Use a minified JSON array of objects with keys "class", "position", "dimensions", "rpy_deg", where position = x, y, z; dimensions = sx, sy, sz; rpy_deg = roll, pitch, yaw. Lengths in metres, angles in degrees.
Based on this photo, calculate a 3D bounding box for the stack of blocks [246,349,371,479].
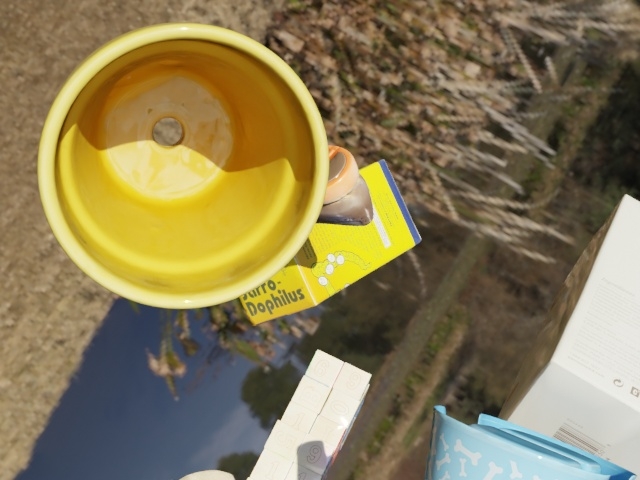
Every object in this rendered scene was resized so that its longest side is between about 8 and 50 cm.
[{"class":"stack of blocks","position":[-0.032,0.305,1.345],"dimensions":[0.297,0.087,0.171],"rpy_deg":[-61,171,-25]}]

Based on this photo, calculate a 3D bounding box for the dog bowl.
[{"class":"dog bowl","position":[0.198,0.226,0.940],"dimensions":[0.297,0.166,0.074],"rpy_deg":[26,84,-60]}]

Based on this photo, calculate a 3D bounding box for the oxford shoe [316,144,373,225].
[{"class":"oxford shoe","position":[-0.069,-0.084,1.613],"dimensions":[0.130,0.364,0.132],"rpy_deg":[-53,132,-21]}]

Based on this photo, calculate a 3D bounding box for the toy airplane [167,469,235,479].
[{"class":"toy airplane","position":[-0.232,0.427,1.176],"dimensions":[0.272,0.386,0.384],"rpy_deg":[-80,157,-57]}]

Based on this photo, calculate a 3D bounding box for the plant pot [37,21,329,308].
[{"class":"plant pot","position":[-0.141,-0.088,0.955],"dimensions":[0.254,0.254,0.239],"rpy_deg":[-60,-160,6]}]

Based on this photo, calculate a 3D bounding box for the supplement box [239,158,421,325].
[{"class":"supplement box","position":[0.000,0.000,1.959],"dimensions":[0.194,0.195,0.357],"rpy_deg":[-22,-176,45]}]

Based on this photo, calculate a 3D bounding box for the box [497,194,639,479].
[{"class":"box","position":[0.366,0.142,1.229],"dimensions":[0.345,0.168,0.215],"rpy_deg":[-52,168,-44]}]
